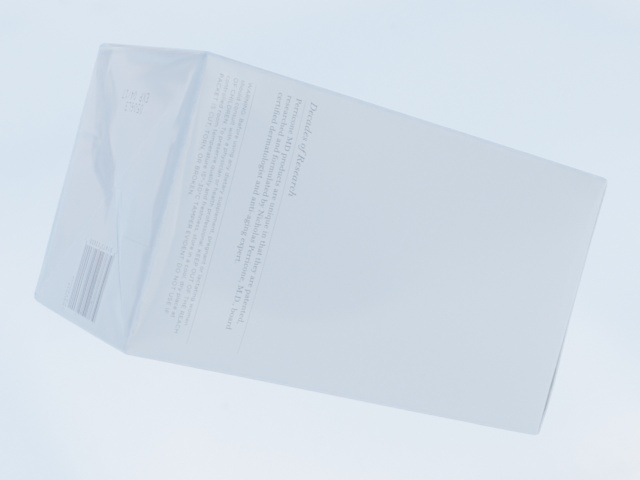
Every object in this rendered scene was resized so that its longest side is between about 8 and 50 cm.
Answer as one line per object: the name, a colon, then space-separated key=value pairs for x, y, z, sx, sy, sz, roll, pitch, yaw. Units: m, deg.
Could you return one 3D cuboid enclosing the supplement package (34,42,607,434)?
supplement package: x=0.000 y=0.000 z=0.947 sx=0.293 sy=0.175 sz=0.177 roll=14 pitch=1 yaw=-29
